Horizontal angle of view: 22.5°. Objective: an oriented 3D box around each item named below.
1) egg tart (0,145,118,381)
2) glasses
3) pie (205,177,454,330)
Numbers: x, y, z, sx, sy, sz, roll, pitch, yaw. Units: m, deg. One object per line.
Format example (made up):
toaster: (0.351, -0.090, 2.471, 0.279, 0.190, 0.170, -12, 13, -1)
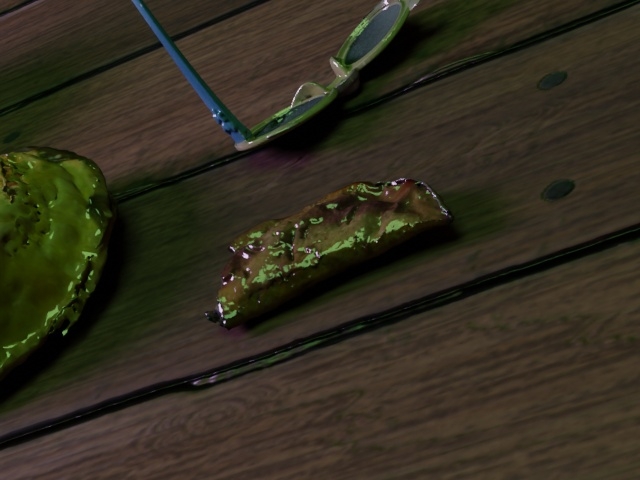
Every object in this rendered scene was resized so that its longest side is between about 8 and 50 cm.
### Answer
egg tart: (-0.284, 0.020, 1.165, 0.297, 0.132, 0.297, -21, 36, 16)
glasses: (-0.057, -0.181, 1.208, 0.190, 0.220, 0.088, -47, -7, -24)
pie: (0.000, 0.000, 1.014, 0.169, 0.034, 0.092, -27, 33, 9)
